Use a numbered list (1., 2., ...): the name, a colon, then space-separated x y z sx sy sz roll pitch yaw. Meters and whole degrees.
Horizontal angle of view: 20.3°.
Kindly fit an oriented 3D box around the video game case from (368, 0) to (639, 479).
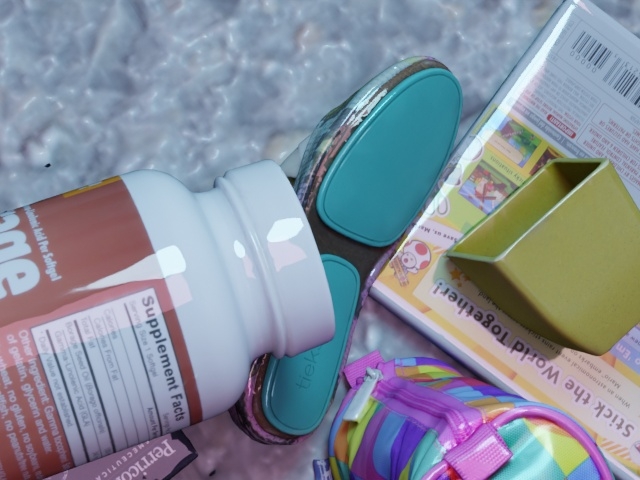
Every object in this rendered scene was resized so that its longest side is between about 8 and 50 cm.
1. video game case: 0.170 0.010 0.993 0.227 0.026 0.206 37 81 -3

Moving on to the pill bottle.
1. pill bottle: -0.109 0.038 0.816 0.216 0.121 0.121 -19 87 -11

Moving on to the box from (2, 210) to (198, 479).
1. box: -0.170 0.094 0.911 0.156 0.093 0.158 -38 91 -9

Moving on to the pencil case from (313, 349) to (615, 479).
1. pencil case: 0.064 0.112 0.871 0.104 0.236 0.104 0 92 -12

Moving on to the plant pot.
1. plant pot: 0.131 0.014 0.936 0.081 0.081 0.083 -40 101 -9

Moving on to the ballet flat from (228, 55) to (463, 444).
1. ballet flat: 0.000 0.000 0.948 0.077 0.079 0.221 27 83 -36
